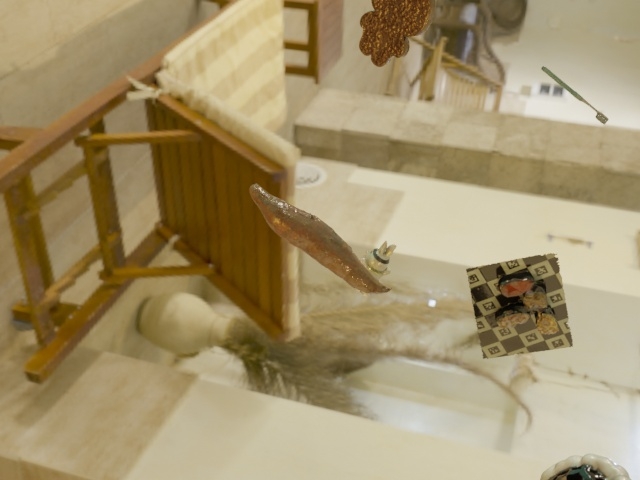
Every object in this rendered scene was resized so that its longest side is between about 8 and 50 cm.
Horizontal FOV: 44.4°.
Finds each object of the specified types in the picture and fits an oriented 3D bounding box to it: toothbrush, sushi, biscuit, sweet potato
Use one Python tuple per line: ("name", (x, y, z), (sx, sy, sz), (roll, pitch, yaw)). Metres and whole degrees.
("toothbrush", (0.479, -0.273, 1.475), (0.014, 0.167, 0.011), (-56, -170, -14))
("sushi", (0.411, 0.152, 1.590), (0.043, 0.193, 0.279), (-87, 163, -51))
("biscuit", (0.127, -0.381, 1.334), (0.026, 0.124, 0.175), (-25, 157, -47))
("sweet potato", (0.000, 0.000, 1.399), (0.072, 0.314, 0.066), (-52, -175, 42))

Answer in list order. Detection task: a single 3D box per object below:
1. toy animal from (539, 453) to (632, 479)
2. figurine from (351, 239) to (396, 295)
("toy animal", (0.446, 0.448, 1.218), (0.204, 0.156, 0.208), (49, 18, -28))
("figurine", (0.121, 0.053, 1.905), (0.081, 0.098, 0.146), (15, 106, -38))
